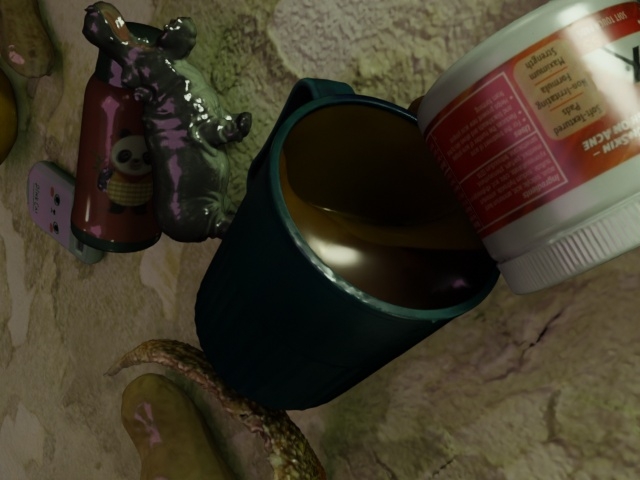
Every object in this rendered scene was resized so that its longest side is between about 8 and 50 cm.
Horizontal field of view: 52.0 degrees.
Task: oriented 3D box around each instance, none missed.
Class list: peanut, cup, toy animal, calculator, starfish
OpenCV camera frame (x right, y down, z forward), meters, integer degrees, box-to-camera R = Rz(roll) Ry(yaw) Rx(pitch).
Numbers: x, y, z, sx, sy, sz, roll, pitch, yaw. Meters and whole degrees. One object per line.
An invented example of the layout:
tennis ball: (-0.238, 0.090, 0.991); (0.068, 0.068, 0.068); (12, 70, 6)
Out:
peanut: (-0.537, -0.386, 1.163); (0.099, 0.099, 0.214); (-12, 96, 41)
cup: (-0.010, 0.010, 0.709); (0.308, 0.242, 0.292); (49, 141, 10)
toy animal: (-0.179, -0.161, 0.876); (0.168, 0.106, 0.343); (-16, 105, 2)
peanut: (-0.238, 0.370, 1.096); (0.147, 0.148, 0.318); (-37, 78, 40)
calculator: (-0.477, -0.054, 1.241); (0.246, 0.045, 0.141); (32, 121, 28)
starfish: (-0.085, 0.254, 0.821); (0.398, 0.384, 0.132); (41, 86, 12)

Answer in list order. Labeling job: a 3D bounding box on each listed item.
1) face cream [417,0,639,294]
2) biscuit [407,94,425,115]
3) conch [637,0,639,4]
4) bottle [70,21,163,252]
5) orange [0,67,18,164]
face cream: (0.207, -0.080, 0.554); (0.201, 0.201, 0.187); (-34, 80, 41)
biscuit: (0.117, -0.056, 0.748); (0.138, 0.031, 0.205); (-9, 97, 51)
conch: (0.274, -0.228, 0.557); (0.180, 0.088, 0.065); (29, 76, 38)
bottle: (-0.295, -0.157, 0.993); (0.144, 0.144, 0.336); (30, 120, 30)
orange: (-0.726, -0.251, 1.267); (0.279, 0.235, 0.279); (11, 112, 29)
